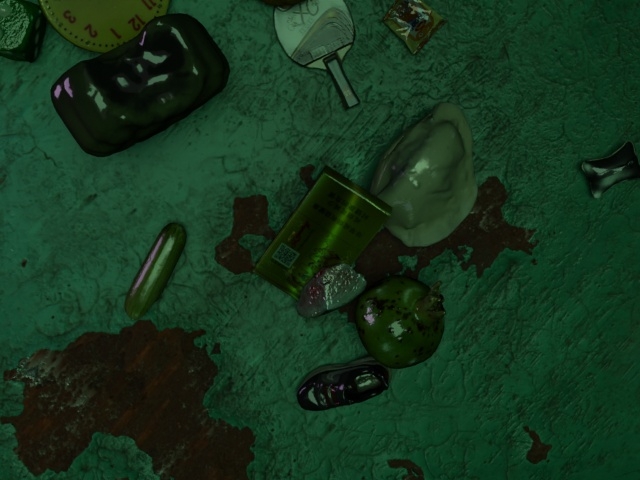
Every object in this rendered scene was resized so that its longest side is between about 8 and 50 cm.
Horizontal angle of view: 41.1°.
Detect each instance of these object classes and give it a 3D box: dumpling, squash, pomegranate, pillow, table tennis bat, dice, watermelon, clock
[{"bbox_3d":[0.242,-0.130,1.860,0.243,0.187,0.318,38,99,-9],"label":"dumpling"},{"bbox_3d":[-0.365,0.069,1.890,0.069,0.069,0.239,28,92,-7],"label":"squash"},{"bbox_3d":[0.191,0.171,1.863,0.211,0.263,0.211,17,62,-35],"label":"pomegranate"},{"bbox_3d":[0.674,-0.163,1.965,0.136,0.055,0.091,-25,128,1],"label":"pillow"},{"bbox_3d":[0.006,-0.433,1.901,0.173,0.022,0.301,-26,95,-2],"label":"table tennis bat"},{"bbox_3d":[-0.655,-0.448,1.789,0.131,0.128,0.120,17,92,-5],"label":"dice"},{"bbox_3d":[0.009,0.122,1.874,0.180,0.081,0.094,-44,79,23],"label":"watermelon"},{"bbox_3d":[-0.451,-0.534,1.776,0.293,0.071,0.277,41,84,-29],"label":"clock"}]

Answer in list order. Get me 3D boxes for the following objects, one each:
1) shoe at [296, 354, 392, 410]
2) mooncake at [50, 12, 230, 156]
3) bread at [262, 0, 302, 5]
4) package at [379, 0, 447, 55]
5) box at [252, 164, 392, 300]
[{"bbox_3d":[0.058,0.329,1.926,0.227,0.112,0.099,-19,98,-5],"label":"shoe"},{"bbox_3d":[-0.359,-0.308,1.726,0.351,0.351,0.187,-33,100,-1],"label":"mooncake"},{"bbox_3d":[-0.087,-0.643,1.812,0.270,0.148,0.270,0,95,-1],"label":"bread"},{"bbox_3d":[0.205,-0.491,1.906,0.121,0.031,0.108,42,91,-7],"label":"package"},{"bbox_3d":[0.000,0.000,1.858,0.173,0.043,0.311,32,121,-7],"label":"box"}]
